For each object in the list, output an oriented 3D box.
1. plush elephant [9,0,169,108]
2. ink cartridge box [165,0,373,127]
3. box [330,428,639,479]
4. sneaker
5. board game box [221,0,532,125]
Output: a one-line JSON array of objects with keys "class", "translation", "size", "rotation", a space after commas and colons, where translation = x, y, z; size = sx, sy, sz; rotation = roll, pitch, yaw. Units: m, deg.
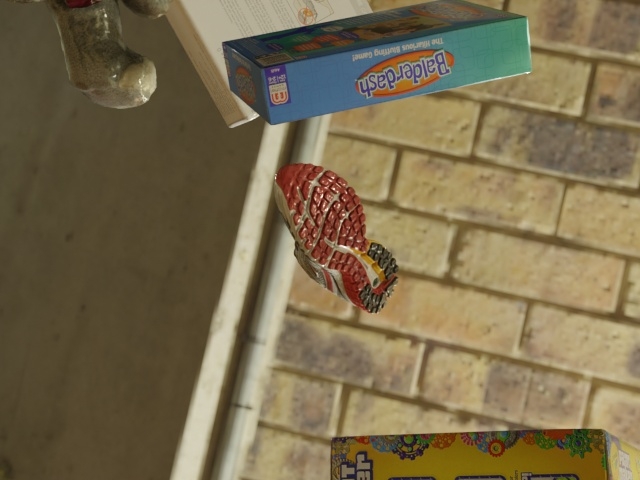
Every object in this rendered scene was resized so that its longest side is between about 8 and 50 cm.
[{"class": "plush elephant", "translation": [-0.186, -0.290, 0.951], "size": [0.255, 0.330, 0.271], "rotation": [-15, 162, 39]}, {"class": "ink cartridge box", "translation": [-0.085, -0.343, 1.594], "size": [0.261, 0.296, 0.066], "rotation": [-34, -169, -27]}, {"class": "box", "translation": [0.189, 0.303, 1.231], "size": [0.279, 0.177, 0.290], "rotation": [-6, 164, 21]}, {"class": "sneaker", "translation": [0.000, 0.000, 1.260], "size": [0.092, 0.088, 0.225], "rotation": [16, 151, 37]}, {"class": "board game box", "translation": [0.039, -0.147, 0.936], "size": [0.210, 0.047, 0.160], "rotation": [-13, -161, -11]}]
